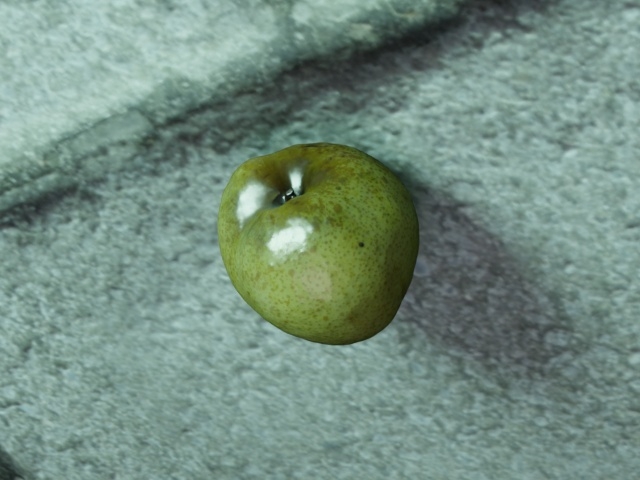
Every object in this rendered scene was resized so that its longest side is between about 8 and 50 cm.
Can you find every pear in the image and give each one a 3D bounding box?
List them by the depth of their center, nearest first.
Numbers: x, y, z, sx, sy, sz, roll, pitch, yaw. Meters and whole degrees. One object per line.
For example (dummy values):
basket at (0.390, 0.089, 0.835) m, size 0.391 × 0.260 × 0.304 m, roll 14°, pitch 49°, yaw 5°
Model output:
pear at (0.000, 0.000, 1.507) m, size 0.167 × 0.167 × 0.136 m, roll -5°, pitch 133°, yaw 20°
